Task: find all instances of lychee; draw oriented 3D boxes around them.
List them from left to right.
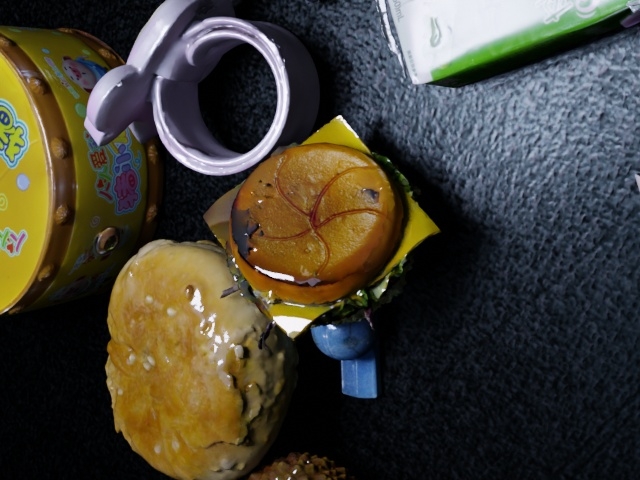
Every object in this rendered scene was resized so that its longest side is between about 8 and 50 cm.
[{"bbox_3d":[-0.026,0.378,1.138,0.200,0.200,0.238,1,105,34],"label":"lychee"}]

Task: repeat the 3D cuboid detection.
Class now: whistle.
[{"bbox_3d":[0.031,0.123,1.112,0.090,0.090,0.158,2,99,33],"label":"whistle"}]

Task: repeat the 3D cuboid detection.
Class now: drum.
[{"bbox_3d":[-0.442,-0.100,1.311,0.431,0.214,0.431,6,101,33],"label":"drum"}]

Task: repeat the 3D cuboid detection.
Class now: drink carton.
[{"bbox_3d":[0.198,-0.260,0.918,0.271,0.108,0.161,-17,89,35],"label":"drink carton"}]

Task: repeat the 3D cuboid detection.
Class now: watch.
[{"bbox_3d":[-0.135,-0.168,1.118,0.217,0.211,0.248,42,110,11],"label":"watch"}]

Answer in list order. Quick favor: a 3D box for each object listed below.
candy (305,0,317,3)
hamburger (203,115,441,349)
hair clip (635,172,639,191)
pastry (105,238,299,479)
[{"bbox_3d":[-0.050,-0.388,1.096,0.094,0.051,0.226,-41,76,35],"label":"candy"},{"bbox_3d":[0.000,0.000,1.034,0.262,0.138,0.243,-30,58,-6],"label":"hamburger"},{"bbox_3d":[0.377,0.028,0.895,0.226,0.034,0.072,49,121,18],"label":"hair clip"},{"bbox_3d":[-0.141,0.151,1.171,0.284,0.184,0.315,9,104,39],"label":"pastry"}]
